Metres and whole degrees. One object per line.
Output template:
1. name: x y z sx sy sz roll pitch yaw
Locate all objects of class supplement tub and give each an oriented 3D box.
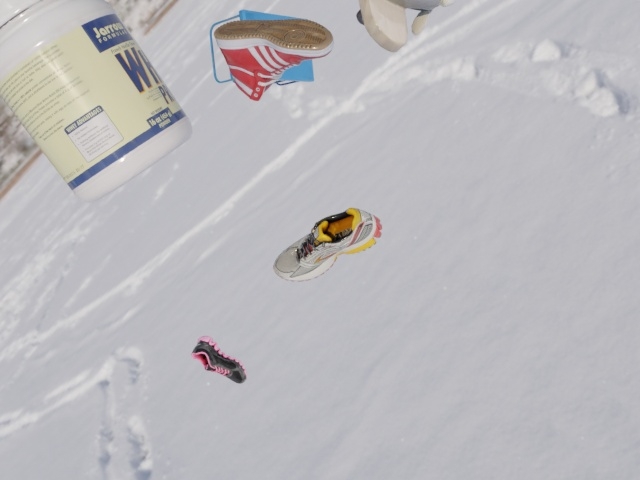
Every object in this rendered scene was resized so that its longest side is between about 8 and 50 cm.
1. supplement tub: -0.393 -0.252 1.161 0.235 0.325 0.235 -31 14 9

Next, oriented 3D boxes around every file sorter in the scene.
1. file sorter: -0.110 -0.355 1.311 0.104 0.118 0.170 0 7 42

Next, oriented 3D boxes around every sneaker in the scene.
1. sneaker: 0.000 0.000 1.319 0.225 0.092 0.088 -31 57 18
2. sneaker: -0.193 0.234 1.303 0.047 0.119 0.057 -52 0 32
3. sneaker: -0.035 -0.158 0.617 0.118 0.067 0.042 14 50 29

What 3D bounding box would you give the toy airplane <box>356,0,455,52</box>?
1. toy airplane: 0.087 -0.505 1.034 0.272 0.386 0.384 -16 22 31
